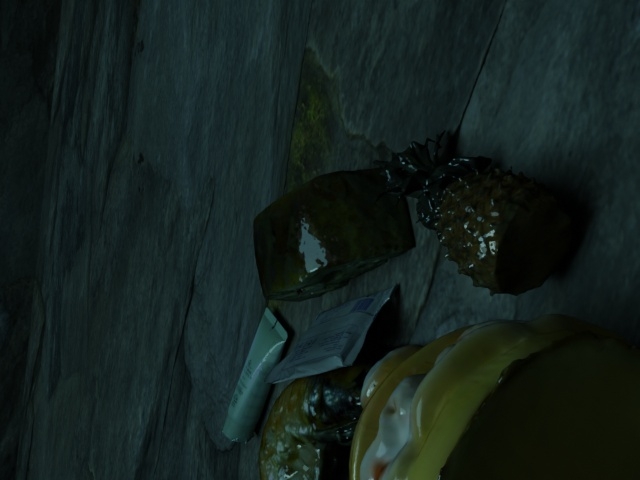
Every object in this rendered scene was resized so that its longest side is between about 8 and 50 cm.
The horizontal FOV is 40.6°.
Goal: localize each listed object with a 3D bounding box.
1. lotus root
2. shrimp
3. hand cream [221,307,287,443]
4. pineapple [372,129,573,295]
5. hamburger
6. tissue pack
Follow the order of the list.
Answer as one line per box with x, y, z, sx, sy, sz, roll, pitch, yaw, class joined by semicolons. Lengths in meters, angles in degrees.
0.000;0.000;1.070;0.235;0.138;0.118;-30;72;49;lotus root
0.038;0.254;0.991;0.445;0.085;0.271;-38;46;49;shrimp
-0.096;0.205;1.285;0.078;0.050;0.204;48;123;53;hand cream
0.134;-0.038;0.852;0.251;0.125;0.125;48;128;56;pineapple
0.146;0.188;0.691;0.237;0.277;0.276;-177;90;-70;hamburger
0.011;0.118;1.063;0.193;0.026;0.122;-27;23;54;tissue pack
